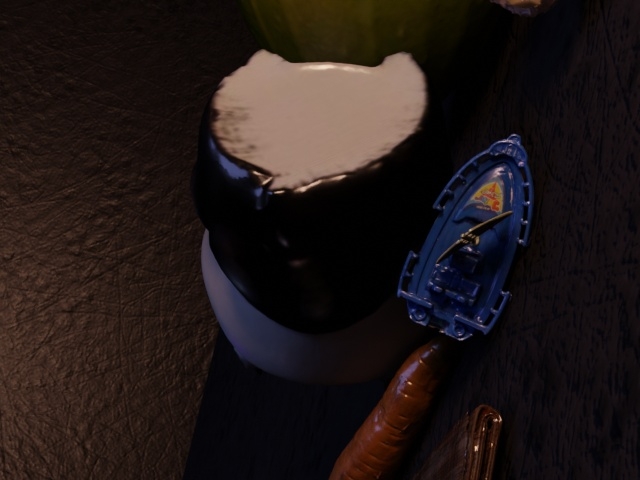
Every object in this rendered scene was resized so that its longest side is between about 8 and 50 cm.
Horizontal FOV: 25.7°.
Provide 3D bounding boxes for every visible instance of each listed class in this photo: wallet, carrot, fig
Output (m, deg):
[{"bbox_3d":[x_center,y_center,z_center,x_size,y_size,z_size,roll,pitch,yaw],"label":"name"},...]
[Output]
[{"bbox_3d":[0.085,0.230,1.105,0.230,0.042,0.124,121,165,-53],"label":"wallet"},{"bbox_3d":[0.064,0.173,1.282,0.059,0.059,0.248,-88,20,-54],"label":"carrot"},{"bbox_3d":[0.057,-0.254,1.387,0.316,0.316,0.316,-164,90,-80],"label":"fig"}]

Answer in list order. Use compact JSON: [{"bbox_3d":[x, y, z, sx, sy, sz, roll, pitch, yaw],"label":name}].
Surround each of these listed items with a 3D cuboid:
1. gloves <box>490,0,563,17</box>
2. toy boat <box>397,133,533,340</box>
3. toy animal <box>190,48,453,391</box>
[{"bbox_3d":[0.185,-0.245,1.149,0.144,0.094,0.110,-57,14,-17],"label":"gloves"},{"bbox_3d":[0.124,-0.003,1.119,0.110,0.091,0.175,-12,-55,-80],"label":"toy boat"},{"bbox_3d":[0.000,0.000,1.275,0.251,0.251,0.310,-85,-8,-46],"label":"toy animal"}]
